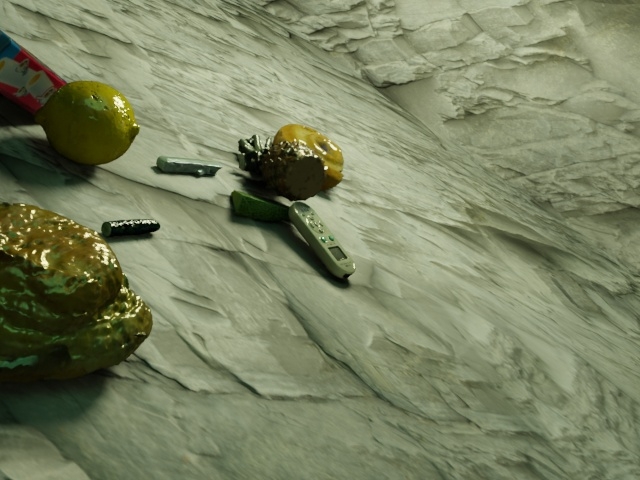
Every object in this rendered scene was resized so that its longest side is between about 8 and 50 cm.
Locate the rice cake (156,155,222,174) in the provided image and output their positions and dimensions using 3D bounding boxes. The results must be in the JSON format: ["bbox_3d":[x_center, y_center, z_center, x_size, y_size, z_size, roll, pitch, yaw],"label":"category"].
[{"bbox_3d":[-0.302,-0.172,1.891,0.042,0.030,0.180,41,25,31],"label":"rice cake"}]

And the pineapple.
[{"bbox_3d":[-0.114,-0.196,2.029,0.170,0.141,0.310,-4,20,-29],"label":"pineapple"}]

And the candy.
[{"bbox_3d":[-0.622,-0.350,1.605,0.157,0.100,0.306,40,-1,10],"label":"candy"}]

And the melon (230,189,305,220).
[{"bbox_3d":[-0.124,-0.081,1.947,0.114,0.053,0.261,27,13,36],"label":"melon"}]

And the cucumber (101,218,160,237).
[{"bbox_3d":[-0.356,-0.026,1.552,0.032,0.032,0.133,44,28,24],"label":"cucumber"}]

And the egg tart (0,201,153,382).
[{"bbox_3d":[-0.426,0.059,1.173,0.351,0.153,0.339,39,28,16],"label":"egg tart"}]

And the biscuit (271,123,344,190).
[{"bbox_3d":[-0.031,-0.247,2.290,0.213,0.091,0.274,26,27,-19],"label":"biscuit"}]

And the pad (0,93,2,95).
[{"bbox_3d":[-0.711,-0.350,1.764,0.112,0.003,0.157,34,24,3],"label":"pad"}]

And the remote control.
[{"bbox_3d":[0.000,0.000,1.891,0.221,0.042,0.078,53,29,16],"label":"remote control"}]

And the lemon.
[{"bbox_3d":[-0.471,-0.238,1.647,0.206,0.173,0.173,3,35,-22],"label":"lemon"}]
